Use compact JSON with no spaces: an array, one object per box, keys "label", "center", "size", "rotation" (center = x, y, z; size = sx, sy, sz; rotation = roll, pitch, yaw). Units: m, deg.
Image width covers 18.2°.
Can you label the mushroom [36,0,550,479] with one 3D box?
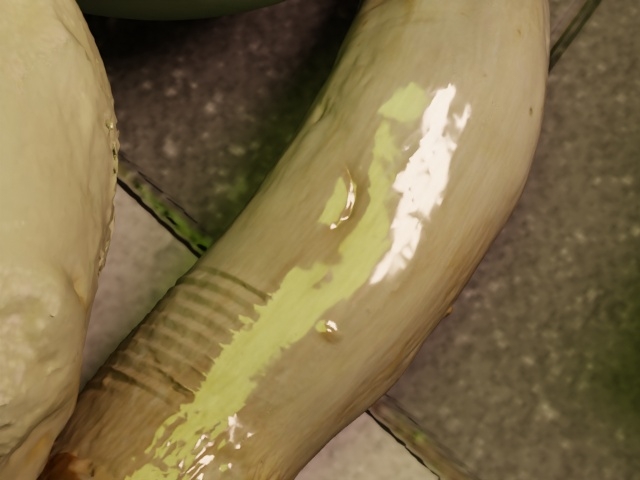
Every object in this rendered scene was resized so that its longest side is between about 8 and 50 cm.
[{"label":"mushroom","center":[0.000,0.000,0.823],"size":[0.122,0.095,0.351],"rotation":[18,65,33]}]

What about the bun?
[{"label":"bun","center":[-0.156,0.005,0.753],"size":[0.146,0.287,0.287],"rotation":[6,60,-29]}]

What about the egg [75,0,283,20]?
[{"label":"egg","center":[-0.116,-0.247,0.849],"size":[0.389,0.276,0.276],"rotation":[36,73,20]}]
